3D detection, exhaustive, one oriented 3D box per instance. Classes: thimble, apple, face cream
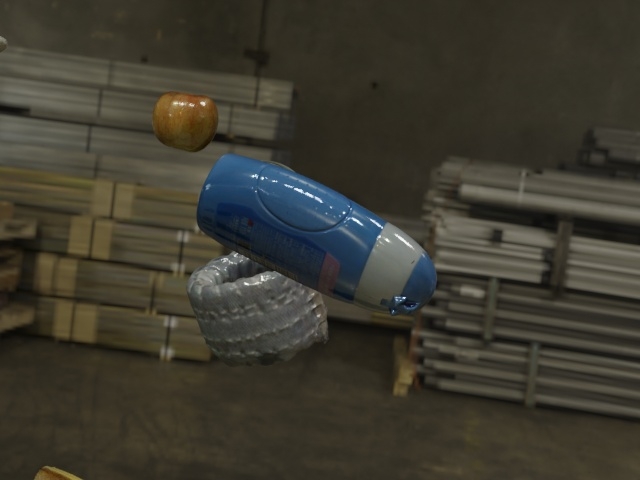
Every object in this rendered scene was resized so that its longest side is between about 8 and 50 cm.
[{"bbox_3d":[-0.103,0.112,1.820,0.236,0.172,0.205,-7,21,36],"label":"thimble"},{"bbox_3d":[-0.162,-0.142,1.282,0.084,0.071,0.084,7,6,-1],"label":"apple"},{"bbox_3d":[0.000,0.000,1.132,0.264,0.083,0.149,26,-31,8],"label":"face cream"}]

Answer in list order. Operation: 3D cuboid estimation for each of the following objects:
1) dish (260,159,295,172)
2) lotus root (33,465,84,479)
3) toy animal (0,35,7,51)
[{"bbox_3d":[-0.082,-0.057,1.419,0.141,0.141,0.078,8,-23,6],"label":"dish"},{"bbox_3d":[-0.368,0.410,1.550,0.135,0.159,0.095,-2,27,27],"label":"lotus root"},{"bbox_3d":[-0.688,-0.308,1.824,0.272,0.265,0.206,4,-31,16],"label":"toy animal"}]
